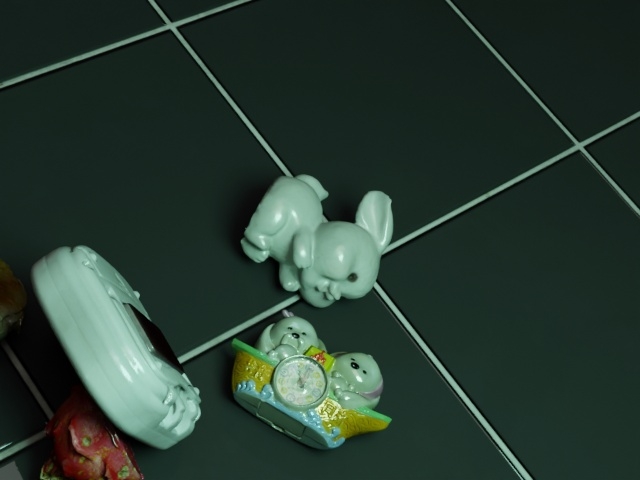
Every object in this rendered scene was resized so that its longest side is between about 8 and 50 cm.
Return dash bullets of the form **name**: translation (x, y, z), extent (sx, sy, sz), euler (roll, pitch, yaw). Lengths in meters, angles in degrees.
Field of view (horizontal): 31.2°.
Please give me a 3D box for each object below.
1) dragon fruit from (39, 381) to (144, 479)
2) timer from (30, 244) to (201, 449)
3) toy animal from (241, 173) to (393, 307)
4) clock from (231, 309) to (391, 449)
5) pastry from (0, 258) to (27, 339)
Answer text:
- **dragon fruit**: translation (-0.282, 0.243, 1.340), extent (0.110, 0.153, 0.153), euler (-27, 69, -13)
- **timer**: translation (-0.235, 0.125, 1.353), extent (0.087, 0.262, 0.237), euler (-34, 70, -3)
- **toy animal**: translation (-0.002, -0.008, 1.601), extent (0.193, 0.127, 0.179), euler (23, 51, 0)
- **clock**: translation (-0.012, 0.181, 1.485), extent (0.231, 0.103, 0.144), euler (30, 61, 4)
- **pastry**: translation (-0.435, 0.070, 1.405), extent (0.153, 0.081, 0.153), euler (28, 30, -19)
